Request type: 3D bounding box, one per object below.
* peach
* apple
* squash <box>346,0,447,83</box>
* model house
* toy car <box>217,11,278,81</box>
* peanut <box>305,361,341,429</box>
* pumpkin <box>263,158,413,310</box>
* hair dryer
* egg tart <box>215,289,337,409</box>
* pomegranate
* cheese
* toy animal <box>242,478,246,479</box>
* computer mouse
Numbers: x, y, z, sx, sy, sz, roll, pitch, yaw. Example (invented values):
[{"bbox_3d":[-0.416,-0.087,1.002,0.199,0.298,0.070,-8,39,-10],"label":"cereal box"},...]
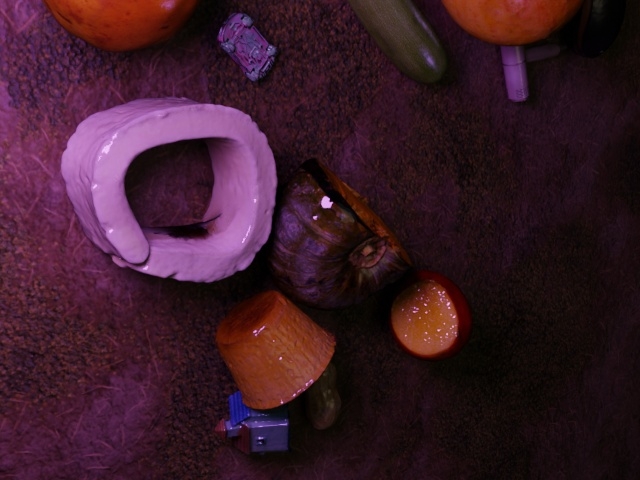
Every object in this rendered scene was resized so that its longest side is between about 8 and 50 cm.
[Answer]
[{"bbox_3d":[0.239,0.165,1.748,0.190,0.190,0.192,-52,142,-14],"label":"peach"},{"bbox_3d":[0.366,-0.541,1.553,0.299,0.299,0.275,-48,138,-16],"label":"apple"},{"bbox_3d":[0.134,-0.427,1.531,0.107,0.107,0.395,-55,130,-11],"label":"squash"},{"bbox_3d":[-0.137,0.352,1.576,0.148,0.119,0.148,-4,132,-13],"label":"model house"},{"bbox_3d":[-0.130,-0.335,1.384,0.069,0.055,0.142,-57,143,-8],"label":"toy car"},{"bbox_3d":[0.005,0.319,1.680,0.080,0.080,0.175,-19,116,-33],"label":"peanut"},{"bbox_3d":[0.000,0.000,1.520,0.232,0.242,0.325,-36,134,11],"label":"pumpkin"},{"bbox_3d":[0.497,-0.451,1.843,0.220,0.053,0.195,-32,121,-28],"label":"hair dryer"},{"bbox_3d":[-0.088,0.200,1.496,0.215,0.215,0.171,-43,115,-20],"label":"egg tart"},{"bbox_3d":[-0.283,-0.400,1.128,0.264,0.264,0.265,-13,112,-35],"label":"pomegranate"},{"bbox_3d":[-0.242,-0.082,1.310,0.332,0.153,0.293,-5,106,-36],"label":"cheese"},{"bbox_3d":[-0.228,0.673,1.583,0.284,0.225,0.302,-15,126,-14],"label":"toy animal"},{"bbox_3d":[0.645,-0.589,1.879,0.183,0.116,0.323,-33,121,-32],"label":"computer mouse"}]
